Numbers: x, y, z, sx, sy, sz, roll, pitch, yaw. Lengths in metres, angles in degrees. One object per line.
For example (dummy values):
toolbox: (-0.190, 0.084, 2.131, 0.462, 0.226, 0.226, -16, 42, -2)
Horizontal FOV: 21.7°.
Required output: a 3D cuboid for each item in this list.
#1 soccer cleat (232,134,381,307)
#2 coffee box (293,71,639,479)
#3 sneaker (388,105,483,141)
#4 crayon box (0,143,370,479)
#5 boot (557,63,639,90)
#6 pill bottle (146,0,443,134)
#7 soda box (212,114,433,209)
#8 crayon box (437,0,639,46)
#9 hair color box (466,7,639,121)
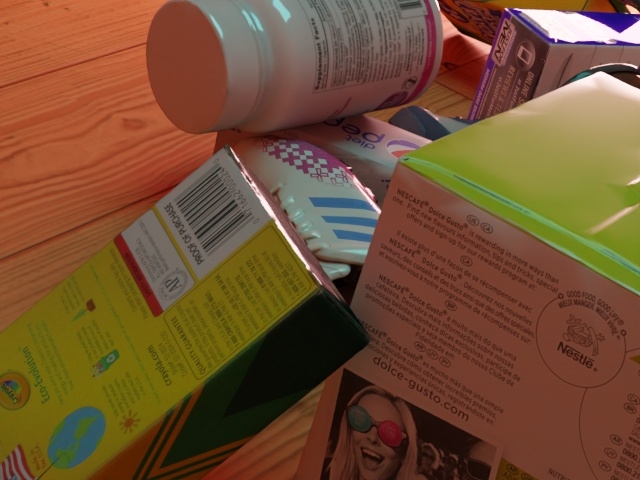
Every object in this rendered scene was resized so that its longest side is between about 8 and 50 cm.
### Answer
soccer cleat: (0.000, 0.000, 1.600, 0.331, 0.116, 0.143, 36, 33, 31)
coffee box: (0.236, 0.108, 1.304, 0.338, 0.334, 0.337, 31, 32, 24)
sneaker: (0.229, -0.089, 1.837, 0.319, 0.131, 0.112, 32, -1, 19)
crayon box: (-0.140, 0.097, 1.255, 0.081, 0.318, 0.202, 48, 5, -42)
boot: (0.299, -0.026, 1.682, 0.264, 0.096, 0.280, -28, 73, -34)
pill bottle: (-0.025, -0.196, 1.697, 0.283, 0.160, 0.160, -15, 41, -39)
soda box: (0.033, -0.076, 1.777, 0.286, 0.091, 0.098, 22, 31, 9)
crayon box: (0.286, -0.295, 2.173, 0.323, 0.083, 0.203, 26, -5, 34)
hair color box: (0.354, -0.176, 2.028, 0.339, 0.185, 0.110, -3, 34, -33)
